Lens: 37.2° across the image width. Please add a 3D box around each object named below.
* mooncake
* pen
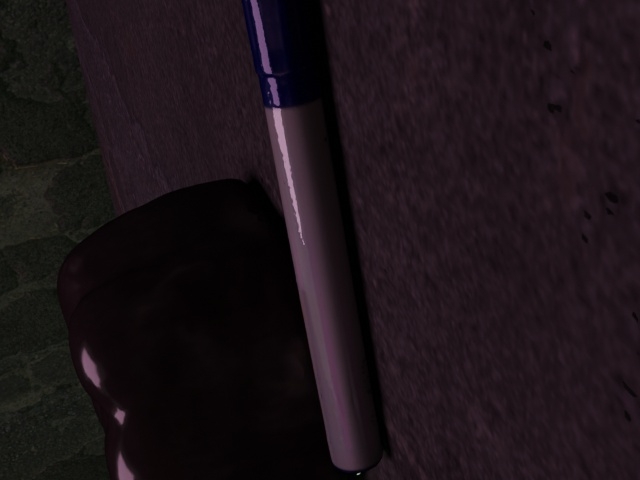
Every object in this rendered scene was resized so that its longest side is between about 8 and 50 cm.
[{"bbox_3d":[-0.087,0.115,0.691,0.306,0.154,0.306,162,90,-76],"label":"mooncake"},{"bbox_3d":[-0.001,0.000,0.480,0.033,0.033,0.269,-138,35,-64],"label":"pen"}]
